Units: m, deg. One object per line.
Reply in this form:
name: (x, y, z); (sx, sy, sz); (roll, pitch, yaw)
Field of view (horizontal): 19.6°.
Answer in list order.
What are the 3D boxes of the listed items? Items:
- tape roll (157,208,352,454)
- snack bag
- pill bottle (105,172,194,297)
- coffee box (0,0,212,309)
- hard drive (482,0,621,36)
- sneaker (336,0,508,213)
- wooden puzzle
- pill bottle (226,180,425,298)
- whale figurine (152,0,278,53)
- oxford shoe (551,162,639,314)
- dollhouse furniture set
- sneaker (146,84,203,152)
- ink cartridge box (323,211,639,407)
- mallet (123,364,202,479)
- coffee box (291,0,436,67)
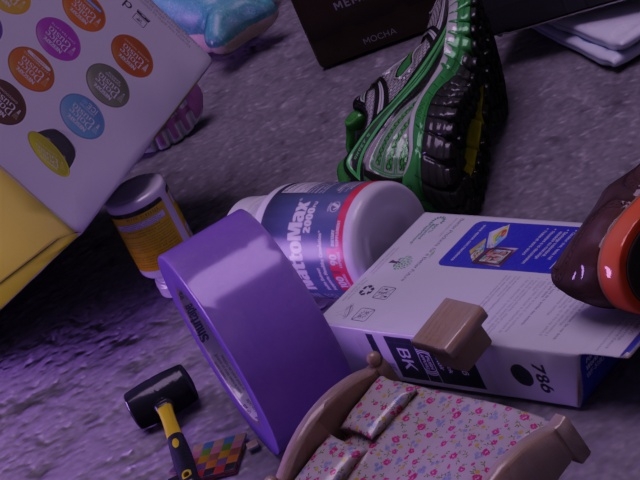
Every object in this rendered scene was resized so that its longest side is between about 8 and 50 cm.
tape roll: (-0.051, 0.074, 1.505); (0.080, 0.189, 0.189); (-32, 26, -10)
snack bag: (0.368, -0.311, 2.018); (0.323, 0.037, 0.342); (-31, 26, -9)
pill bottle: (-0.160, -0.003, 1.831); (0.065, 0.116, 0.065); (-21, 26, 11)
coffee box: (-0.381, -0.125, 1.883); (0.338, 0.337, 0.334); (-39, 13, 40)
hard drive: (0.309, -0.345, 2.029); (0.237, 0.064, 0.339); (-14, 26, 29)
sneaker: (0.096, -0.144, 1.825); (0.146, 0.134, 0.343); (-7, 31, 20)
wooden puzzle: (-0.088, 0.183, 1.545); (0.083, 0.006, 0.049); (-16, 27, 20)
pill bottle: (0.000, 0.000, 1.690); (0.180, 0.108, 0.108); (0, 36, 44)
whale figurine: (-0.163, -0.317, 2.390); (0.216, 0.141, 0.272); (-33, 28, -15)
oxford shoe: (0.275, -0.050, 1.408); (0.271, 0.097, 0.098); (-41, 23, -27)
dollhouse furniture set: (0.057, 0.151, 1.218); (0.303, 0.174, 0.355); (10, 54, 50)
sneaker: (-0.252, -0.139, 2.206); (0.236, 0.095, 0.104); (-25, 18, 4)
ink cartridge box: (0.167, 0.052, 1.494); (0.333, 0.065, 0.165); (4, 39, 48)
mallet: (-0.116, 0.160, 1.572); (0.062, 0.039, 0.190); (-32, 26, -8)
coffee box: (0.064, -0.345, 2.261); (0.168, 0.119, 0.297); (-18, 27, 14)
